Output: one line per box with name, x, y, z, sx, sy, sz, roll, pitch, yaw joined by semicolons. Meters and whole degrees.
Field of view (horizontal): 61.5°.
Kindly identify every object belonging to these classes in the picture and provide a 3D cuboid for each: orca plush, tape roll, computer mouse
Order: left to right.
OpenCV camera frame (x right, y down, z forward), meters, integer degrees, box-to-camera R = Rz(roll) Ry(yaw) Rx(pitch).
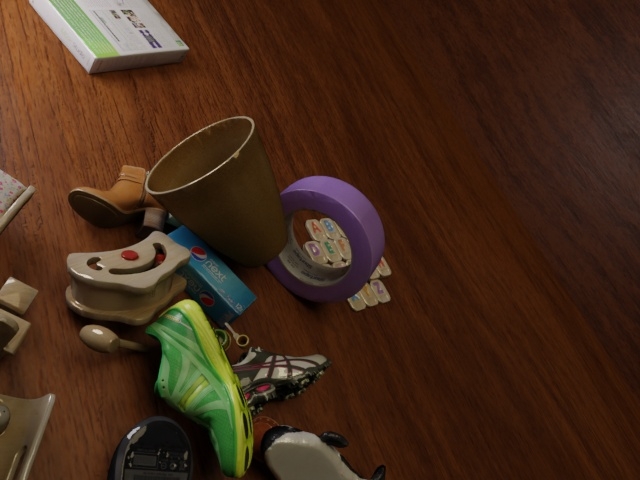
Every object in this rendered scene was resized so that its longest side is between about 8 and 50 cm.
computer mouse;-0.261;0.390;0.757;0.188;0.072;0.272;25;54;-30
orca plush;0.000;0.392;0.988;0.287;0.151;0.102;21;12;-27
tape roll;0.000;0.000;1.199;0.275;0.275;0.090;46;35;-2

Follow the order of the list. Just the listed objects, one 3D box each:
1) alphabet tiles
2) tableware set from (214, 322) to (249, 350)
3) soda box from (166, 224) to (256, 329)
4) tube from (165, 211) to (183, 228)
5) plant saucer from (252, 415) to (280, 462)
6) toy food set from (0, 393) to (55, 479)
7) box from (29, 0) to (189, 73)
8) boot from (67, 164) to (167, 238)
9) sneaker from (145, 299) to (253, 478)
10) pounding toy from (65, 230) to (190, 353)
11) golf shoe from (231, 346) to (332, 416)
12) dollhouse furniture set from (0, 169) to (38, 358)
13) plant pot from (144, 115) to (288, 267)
alphabet tiles;0.077;0.054;1.444;0.284;0.021;0.278;-7;62;-48
tableware set;-0.193;0.213;0.943;0.154;0.024;0.104;-35;61;-27
soda box;-0.231;0.072;1.074;0.210;0.067;0.071;47;36;-1
tube;-0.225;-0.021;1.183;0.240;0.070;0.062;25;-1;-33
plant saucer;-0.102;0.364;0.981;0.083;0.013;0.084;27;41;-27
toy food set;-0.499;0.242;0.625;0.306;0.092;0.220;26;41;-26
box;-0.520;-0.540;1.362;0.232;0.058;0.322;50;35;3
boot;-0.395;-0.095;1.064;0.197;0.073;0.153;29;39;-42
sneaker;-0.194;0.242;0.864;0.123;0.109;0.296;-26;67;-8
pounding toy;-0.347;0.098;0.933;0.154;0.155;0.269;19;26;10
golf shoe;-0.088;0.248;1.031;0.272;0.105;0.120;-7;55;-49
dollhouse furniture set;-0.495;-0.058;0.790;0.303;0.173;0.356;36;44;-24
plant pot;-0.173;-0.075;1.075;0.254;0.237;0.237;58;27;-34
